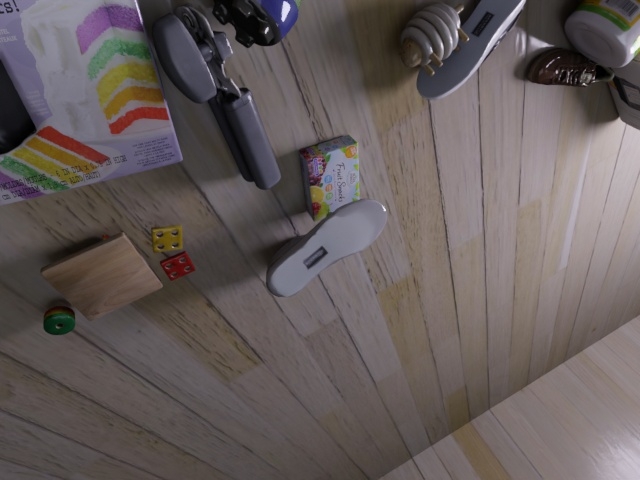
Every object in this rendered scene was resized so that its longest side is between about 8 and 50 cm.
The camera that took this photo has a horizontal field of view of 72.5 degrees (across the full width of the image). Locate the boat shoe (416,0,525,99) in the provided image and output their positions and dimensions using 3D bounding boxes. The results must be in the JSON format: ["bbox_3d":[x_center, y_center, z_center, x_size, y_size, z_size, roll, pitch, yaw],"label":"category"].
[{"bbox_3d":[0.255,-0.328,0.733,0.229,0.080,0.076,-53,158,14],"label":"boat shoe"}]

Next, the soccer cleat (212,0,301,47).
[{"bbox_3d":[-0.120,-0.355,0.484,0.289,0.093,0.121,44,68,-45],"label":"soccer cleat"}]

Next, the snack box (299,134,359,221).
[{"bbox_3d":[0.020,-0.112,0.801,0.100,0.037,0.141,-22,136,-15],"label":"snack box"}]

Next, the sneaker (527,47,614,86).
[{"bbox_3d":[0.502,-0.338,0.864,0.188,0.071,0.066,-14,133,-20],"label":"sneaker"}]

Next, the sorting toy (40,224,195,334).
[{"bbox_3d":[-0.345,0.048,0.719,0.274,0.046,0.132,-26,136,-8],"label":"sorting toy"}]

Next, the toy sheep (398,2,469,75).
[{"bbox_3d":[0.176,-0.319,0.679,0.132,0.091,0.091,-44,137,-9],"label":"toy sheep"}]

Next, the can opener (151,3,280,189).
[{"bbox_3d":[-0.142,-0.177,0.613,0.095,0.076,0.284,-41,140,-21],"label":"can opener"}]

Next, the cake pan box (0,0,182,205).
[{"bbox_3d":[-0.327,-0.179,0.518,0.266,0.070,0.246,-17,132,-17],"label":"cake pan box"}]

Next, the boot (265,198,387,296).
[{"bbox_3d":[0.000,0.000,0.837,0.258,0.123,0.095,-34,108,0],"label":"boot"}]

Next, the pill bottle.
[{"bbox_3d":[0.574,-0.446,0.765,0.136,0.136,0.246,26,111,-43],"label":"pill bottle"}]

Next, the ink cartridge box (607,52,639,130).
[{"bbox_3d":[0.742,-0.391,0.918,0.306,0.131,0.226,28,110,-42],"label":"ink cartridge box"}]
